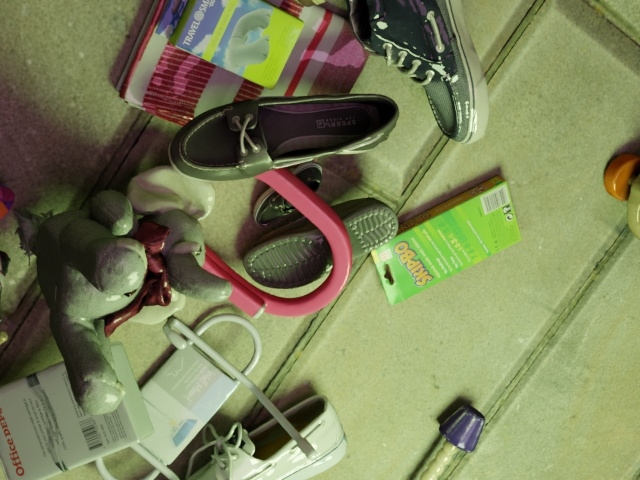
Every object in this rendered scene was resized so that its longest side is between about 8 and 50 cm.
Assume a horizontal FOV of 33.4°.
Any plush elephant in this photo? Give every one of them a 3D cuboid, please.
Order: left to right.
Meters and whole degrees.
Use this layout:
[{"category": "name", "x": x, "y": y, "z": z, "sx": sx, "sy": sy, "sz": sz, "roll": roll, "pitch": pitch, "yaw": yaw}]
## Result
[{"category": "plush elephant", "x": -0.246, "y": 0.039, "z": 1.466, "sx": 0.255, "sy": 0.330, "sz": 0.272, "roll": -8, "pitch": 123, "yaw": -33}]

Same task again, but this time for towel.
[{"category": "towel", "x": -0.100, "y": -0.251, "z": 1.531, "sx": 0.329, "sy": 0.037, "sz": 0.237, "roll": 19, "pitch": 105, "yaw": -29}]

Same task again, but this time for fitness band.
[{"category": "fitness band", "x": -0.088, "y": -0.004, "z": 1.589, "sx": 0.291, "sy": 0.054, "sz": 0.209, "roll": 40, "pitch": 111, "yaw": -12}]

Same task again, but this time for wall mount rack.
[{"category": "wall mount rack", "x": -0.190, "y": 0.298, "z": 1.664, "sx": 0.304, "sy": 0.130, "sz": 0.350, "roll": 41, "pitch": 95, "yaw": -7}]

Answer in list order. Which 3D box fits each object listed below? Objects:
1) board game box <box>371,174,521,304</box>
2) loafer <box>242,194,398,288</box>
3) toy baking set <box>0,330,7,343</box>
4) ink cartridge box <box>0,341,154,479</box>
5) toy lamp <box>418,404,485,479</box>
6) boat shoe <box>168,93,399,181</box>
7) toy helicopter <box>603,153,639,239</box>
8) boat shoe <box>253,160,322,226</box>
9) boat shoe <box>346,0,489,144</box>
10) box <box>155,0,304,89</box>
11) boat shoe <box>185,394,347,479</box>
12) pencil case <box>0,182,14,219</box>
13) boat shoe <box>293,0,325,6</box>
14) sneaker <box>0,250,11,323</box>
[{"category": "board game box", "x": 0.208, "y": 0.001, "z": 1.787, "sx": 0.259, "sy": 0.039, "sz": 0.124, "roll": -28, "pitch": 122, "yaw": -12}, {"category": "loafer", "x": 0.000, "y": 0.000, "z": 1.668, "sx": 0.251, "sy": 0.087, "sz": 0.094, "roll": -19, "pitch": 114, "yaw": 6}, {"category": "toy baking set", "x": -0.572, "y": 0.154, "z": 1.491, "sx": 0.256, "sy": 0.030, "sz": 0.196, "roll": -36, "pitch": 140, "yaw": 27}, {"category": "ink cartridge box", "x": -0.372, "y": 0.256, "z": 1.568, "sx": 0.208, "sy": 0.087, "sz": 0.153, "roll": -21, "pitch": 86, "yaw": 6}, {"category": "toy lamp", "x": 0.211, "y": 0.425, "z": 1.971, "sx": 0.080, "sy": 0.080, "sz": 0.275, "roll": 24, "pitch": 102, "yaw": -31}, {"category": "boat shoe", "x": -0.046, "y": -0.159, "z": 1.499, "sx": 0.335, "sy": 0.095, "sz": 0.112, "roll": -11, "pitch": 82, "yaw": -23}, {"category": "toy helicopter", "x": 0.686, "y": -0.124, "z": 1.873, "sx": 0.355, "sy": 0.140, "sz": 0.235, "roll": -44, "pitch": 125, "yaw": -1}, {"category": "boat shoe", "x": -0.051, "y": -0.064, "z": 1.616, "sx": 0.049, "sy": 0.040, "sz": 0.142, "roll": 27, "pitch": 123, "yaw": -34}, {"category": "boat shoe", "x": 0.133, "y": -0.278, "z": 1.561, "sx": 0.158, "sy": 0.127, "sz": 0.341, "roll": -26, "pitch": 113, "yaw": -20}, {"category": "box", "x": -0.123, "y": -0.291, "z": 1.462, "sx": 0.178, "sy": 0.042, "sz": 0.109, "roll": 21, "pitch": 102, "yaw": -29}, {"category": "boat shoe", "x": -0.131, "y": 0.359, "z": 1.760, "sx": 0.367, "sy": 0.136, "sz": 0.157, "roll": -24, "pitch": 122, "yaw": -14}, {"category": "pencil case", "x": -0.494, "y": -0.121, "z": 1.390, "sx": 0.104, "sy": 0.104, "sz": 0.236, "roll": -28, "pitch": 123, "yaw": -8}, {"category": "boat shoe", "x": -0.125, "y": -0.419, "z": 1.406, "sx": 0.123, "sy": 0.123, "sz": 0.342, "roll": -29, "pitch": 133, "yaw": 27}, {"category": "sneaker", "x": -0.466, "y": 0.052, "z": 1.505, "sx": 0.077, "sy": 0.072, "sz": 0.178, "roll": -47, "pitch": 155, "yaw": -44}]
